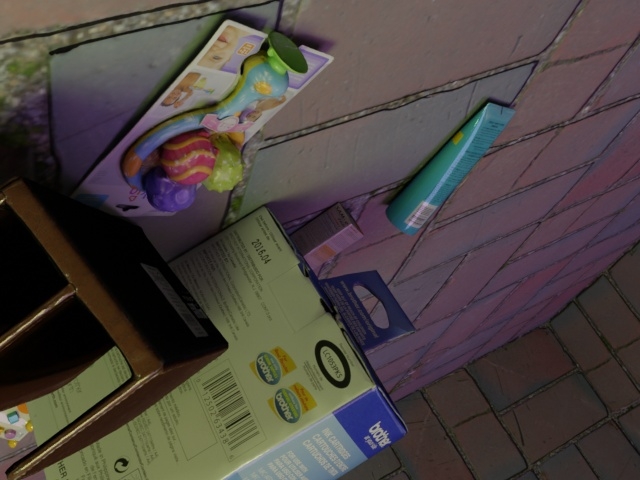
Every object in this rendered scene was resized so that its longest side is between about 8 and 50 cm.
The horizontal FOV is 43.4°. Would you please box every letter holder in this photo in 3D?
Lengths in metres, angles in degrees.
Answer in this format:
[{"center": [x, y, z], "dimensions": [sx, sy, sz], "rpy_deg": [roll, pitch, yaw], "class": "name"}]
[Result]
[{"center": [-0.217, 0.096, 0.626], "dimensions": [0.214, 0.152, 0.302], "rpy_deg": [-38, 175, -3], "class": "letter holder"}]

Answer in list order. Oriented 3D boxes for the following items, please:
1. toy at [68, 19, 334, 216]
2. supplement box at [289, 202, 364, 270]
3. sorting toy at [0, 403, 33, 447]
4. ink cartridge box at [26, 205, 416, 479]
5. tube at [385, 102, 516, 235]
[{"center": [-0.097, -0.075, 0.681], "dimensions": [0.237, 0.056, 0.137], "rpy_deg": [-43, 156, 28], "class": "toy"}, {"center": [0.000, 0.000, 1.021], "dimensions": [0.098, 0.036, 0.062], "rpy_deg": [-34, 158, 7], "class": "supplement box"}, {"center": [-0.392, 0.216, 0.967], "dimensions": [0.075, 0.045, 0.083], "rpy_deg": [22, 126, -42], "class": "sorting toy"}, {"center": [-0.095, 0.150, 0.861], "dimensions": [0.395, 0.270, 0.151], "rpy_deg": [-32, 144, -1], "class": "ink cartridge box"}, {"center": [0.166, -0.094, 1.036], "dimensions": [0.207, 0.052, 0.080], "rpy_deg": [-49, 159, 27], "class": "tube"}]
